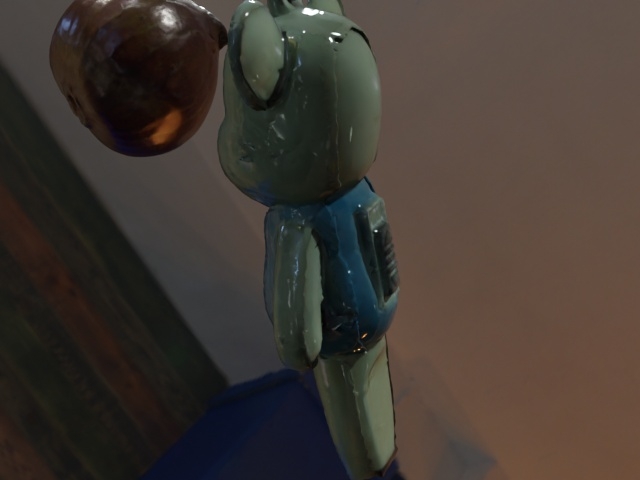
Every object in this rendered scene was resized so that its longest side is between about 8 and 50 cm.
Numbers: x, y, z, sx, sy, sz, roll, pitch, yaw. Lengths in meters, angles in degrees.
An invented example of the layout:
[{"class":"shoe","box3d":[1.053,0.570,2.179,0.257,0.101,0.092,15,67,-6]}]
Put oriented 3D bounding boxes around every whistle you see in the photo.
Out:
[{"class":"whistle","box3d":[0.000,0.000,0.458,0.077,0.114,0.235,-2,-70,23]}]

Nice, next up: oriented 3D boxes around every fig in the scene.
[{"class":"fig","box3d":[-0.191,-0.192,1.094,0.205,0.205,0.205,16,-56,25]}]
